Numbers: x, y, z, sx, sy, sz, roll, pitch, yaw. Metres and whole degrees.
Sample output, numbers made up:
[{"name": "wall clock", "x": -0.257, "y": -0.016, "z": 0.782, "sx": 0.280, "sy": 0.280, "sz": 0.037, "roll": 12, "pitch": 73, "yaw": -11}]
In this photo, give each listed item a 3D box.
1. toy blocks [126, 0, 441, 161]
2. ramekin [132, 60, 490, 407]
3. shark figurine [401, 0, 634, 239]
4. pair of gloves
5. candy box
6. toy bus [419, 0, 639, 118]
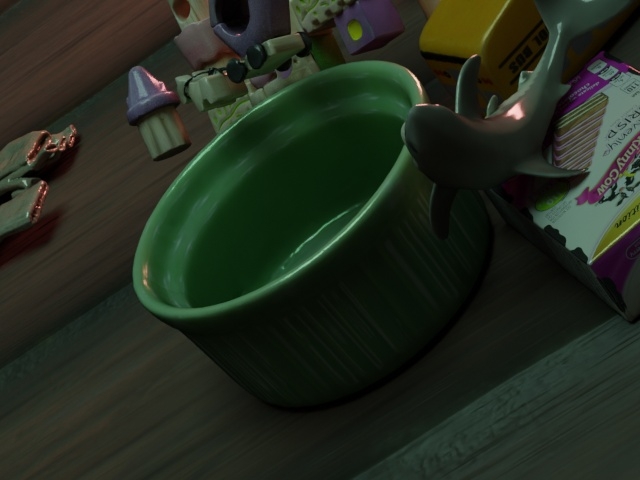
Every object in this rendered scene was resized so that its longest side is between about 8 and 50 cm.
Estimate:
[{"name": "toy blocks", "x": -0.071, "y": -0.259, "z": 1.739, "sx": 0.309, "sy": 0.260, "sz": 0.288, "roll": -19, "pitch": -7, "yaw": -44}, {"name": "ramekin", "x": 0.000, "y": 0.000, "z": 1.575, "sx": 0.303, "sy": 0.148, "sz": 0.303, "roll": -29, "pitch": 31, "yaw": 19}, {"name": "shark figurine", "x": 0.172, "y": -0.094, "z": 1.445, "sx": 0.116, "sy": 0.166, "sz": 0.278, "roll": 18, "pitch": 43, "yaw": 30}, {"name": "pair of gloves", "x": -0.392, "y": -0.040, "z": 2.203, "sx": 0.204, "sy": 0.042, "sz": 0.240, "roll": -31, "pitch": 28, "yaw": 23}, {"name": "candy box", "x": 0.236, "y": -0.050, "z": 1.449, "sx": 0.159, "sy": 0.071, "sz": 0.233, "roll": -41, "pitch": 29, "yaw": -2}, {"name": "toy bus", "x": 0.240, "y": -0.265, "z": 1.685, "sx": 0.333, "sy": 0.130, "sz": 0.108, "roll": -48, "pitch": 28, "yaw": -14}]
